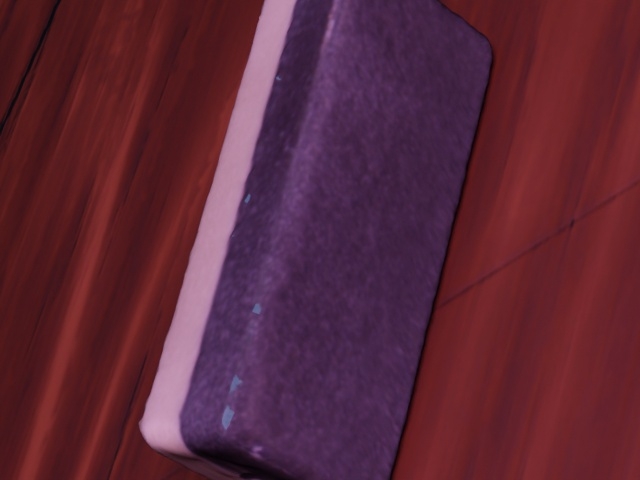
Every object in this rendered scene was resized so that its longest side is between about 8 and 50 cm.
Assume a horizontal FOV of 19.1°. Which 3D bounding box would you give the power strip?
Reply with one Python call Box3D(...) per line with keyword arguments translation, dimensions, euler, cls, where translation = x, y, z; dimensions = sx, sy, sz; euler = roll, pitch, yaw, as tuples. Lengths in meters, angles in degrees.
Box3D(translation=(0.000, 0.000, 0.855), dimensions=(0.070, 0.105, 0.256), euler=(-11, 56, 45), cls="power strip")
